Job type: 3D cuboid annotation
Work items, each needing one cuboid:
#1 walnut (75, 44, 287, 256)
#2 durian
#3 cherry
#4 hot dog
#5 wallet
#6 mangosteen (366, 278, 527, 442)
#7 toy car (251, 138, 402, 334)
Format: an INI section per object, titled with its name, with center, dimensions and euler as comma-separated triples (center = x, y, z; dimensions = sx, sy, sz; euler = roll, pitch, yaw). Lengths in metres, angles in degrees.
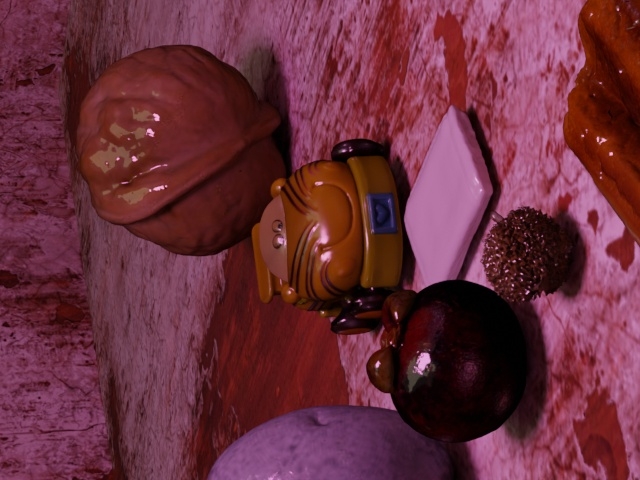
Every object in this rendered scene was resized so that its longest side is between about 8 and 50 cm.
[walnut]
center = -0.185, -0.117, 2.272
dimensions = 0.296, 0.285, 0.285
euler = 64, 169, -16
[durian]
center = 0.170, 0.010, 1.435
dimensions = 0.091, 0.080, 0.080
euler = 48, 146, 21
[cherry]
center = 0.019, 0.288, 1.697
dimensions = 0.218, 0.296, 0.255
euler = -63, -20, -66
[hot dog]
center = 0.262, -0.049, 1.072
dimensions = 0.349, 0.117, 0.158
euler = -118, 27, -51
[wallet]
center = 0.125, -0.036, 1.667
dimensions = 0.183, 0.032, 0.124
euler = 110, 153, -47
[mangosteen]
center = 0.111, 0.107, 1.532
dimensions = 0.152, 0.152, 0.152
euler = 178, 90, -73
[toy car]
center = 0.000, 0.000, 1.890
dimensions = 0.248, 0.142, 0.200
euler = 129, 136, -68
